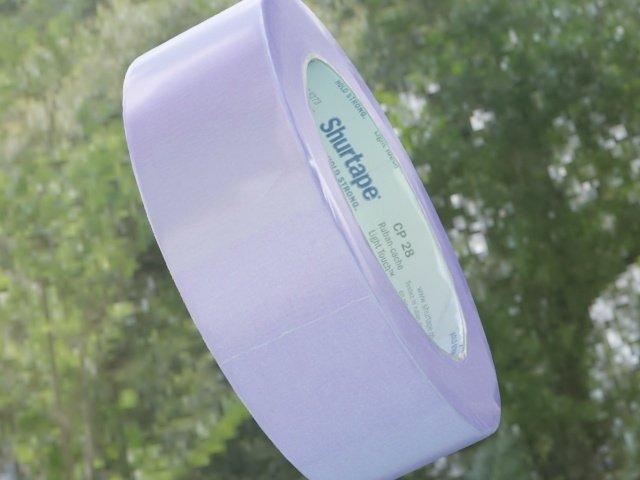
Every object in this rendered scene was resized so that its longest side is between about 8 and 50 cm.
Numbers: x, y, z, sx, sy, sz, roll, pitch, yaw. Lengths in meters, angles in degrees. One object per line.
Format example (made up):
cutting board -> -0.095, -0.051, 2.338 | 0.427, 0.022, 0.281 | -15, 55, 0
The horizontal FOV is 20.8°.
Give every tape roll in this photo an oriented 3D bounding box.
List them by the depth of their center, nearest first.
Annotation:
tape roll -> 0.000, 0.000, 0.969 | 0.090, 0.275, 0.275 | -26, -33, 13
